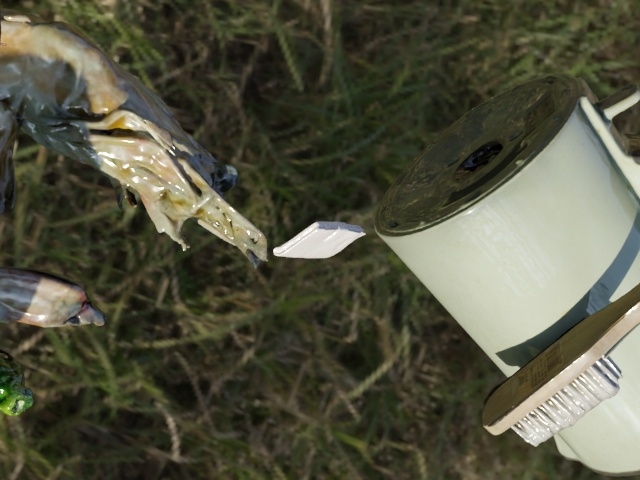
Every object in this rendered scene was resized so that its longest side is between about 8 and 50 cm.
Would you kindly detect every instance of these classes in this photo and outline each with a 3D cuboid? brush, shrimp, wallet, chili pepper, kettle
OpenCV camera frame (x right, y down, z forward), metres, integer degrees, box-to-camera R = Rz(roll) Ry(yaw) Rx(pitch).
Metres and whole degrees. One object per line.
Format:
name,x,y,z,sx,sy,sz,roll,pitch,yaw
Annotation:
brush,0.280,0.089,1.149,0.327,0.065,0.070,-45,-171,27
shrimp,-0.206,-0.043,0.947,0.360,0.085,0.247,24,72,-13
wallet,0.000,0.000,0.936,0.083,0.044,0.011,4,56,-63
chili pepper,-0.413,0.156,1.457,0.050,0.182,0.073,52,49,-58
kettle,0.308,0.019,1.301,0.377,0.361,0.250,51,18,-17

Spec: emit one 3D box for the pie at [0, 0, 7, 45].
pie,-0.253,-0.150,0.744,0.049,0.182,0.182,-23,120,-47
